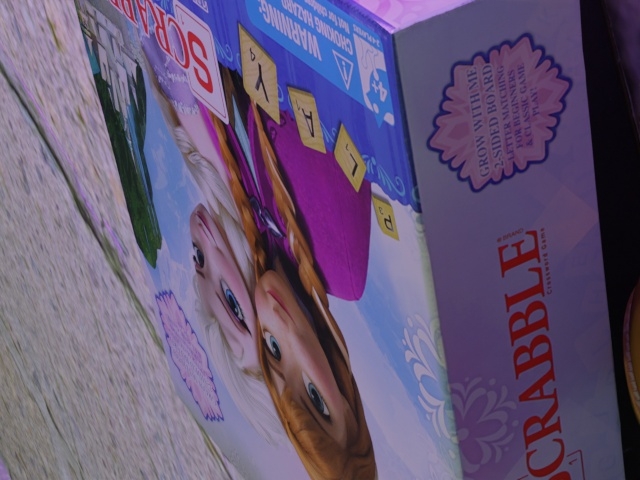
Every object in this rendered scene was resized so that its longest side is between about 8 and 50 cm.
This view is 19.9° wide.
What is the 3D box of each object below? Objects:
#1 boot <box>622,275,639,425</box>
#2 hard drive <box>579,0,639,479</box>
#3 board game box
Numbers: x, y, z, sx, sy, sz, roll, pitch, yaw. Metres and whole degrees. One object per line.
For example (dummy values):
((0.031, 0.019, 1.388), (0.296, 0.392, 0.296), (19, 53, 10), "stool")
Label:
((0.121, 0.005, 0.497), (0.197, 0.073, 0.152), (-110, 2, -62), "boot")
((0.056, -0.011, 0.740), (0.237, 0.064, 0.338), (21, 130, 67), "hard drive")
((0.000, 0.000, 0.702), (0.319, 0.066, 0.318), (42, 150, 53), "board game box")
